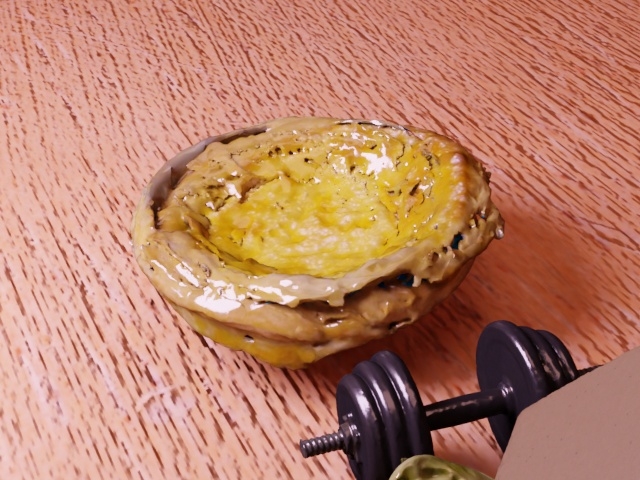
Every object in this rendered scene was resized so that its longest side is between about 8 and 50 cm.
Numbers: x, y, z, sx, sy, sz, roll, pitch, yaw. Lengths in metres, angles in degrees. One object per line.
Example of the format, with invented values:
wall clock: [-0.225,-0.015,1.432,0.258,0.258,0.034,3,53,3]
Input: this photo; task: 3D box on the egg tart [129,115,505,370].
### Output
egg tart: [0.000,0.000,0.940,0.291,0.107,0.290,-5,37,3]

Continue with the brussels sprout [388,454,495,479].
brussels sprout: [0.078,0.195,0.649,0.181,0.100,0.139,30,37,0]

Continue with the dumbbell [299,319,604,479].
dumbbell: [0.088,0.107,0.774,0.209,0.099,0.099,-12,35,-15]

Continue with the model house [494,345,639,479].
model house: [0.209,0.184,0.565,0.248,0.176,0.180,39,48,-12]
